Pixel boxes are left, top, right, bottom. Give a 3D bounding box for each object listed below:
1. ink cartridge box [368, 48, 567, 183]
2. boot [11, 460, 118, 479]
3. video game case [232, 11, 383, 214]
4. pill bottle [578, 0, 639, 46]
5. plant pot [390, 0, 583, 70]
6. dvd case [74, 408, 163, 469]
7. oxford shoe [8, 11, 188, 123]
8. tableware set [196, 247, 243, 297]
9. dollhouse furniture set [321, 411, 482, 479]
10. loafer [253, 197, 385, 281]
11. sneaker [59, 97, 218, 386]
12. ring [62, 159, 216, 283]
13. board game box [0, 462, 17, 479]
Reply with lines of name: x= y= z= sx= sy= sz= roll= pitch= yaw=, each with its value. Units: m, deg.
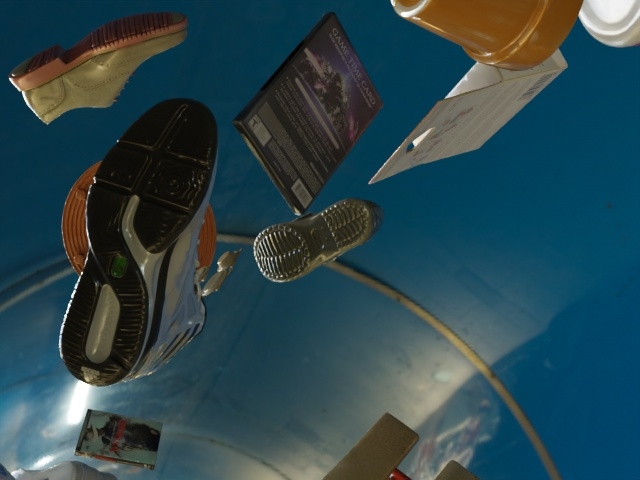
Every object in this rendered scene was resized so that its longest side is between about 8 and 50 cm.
ink cartridge box: x=0.228 y=-0.215 z=1.307 sx=0.261 sy=0.066 sz=0.296 roll=-18 pitch=-14 yaw=-24
boot: x=-0.526 y=0.505 z=1.545 sx=0.258 sy=0.095 sz=0.123 roll=-19 pitch=-37 yaw=31
video game case: x=-0.009 y=-0.205 z=1.244 sx=0.026 sy=0.274 sz=0.196 roll=5 pitch=-40 yaw=43
pill bottle: x=0.588 y=-0.418 z=1.166 sx=0.363 sy=0.210 sz=0.210 roll=-12 pitch=-34 yaw=-15
plant pot: x=0.198 y=-0.333 z=0.988 sx=0.188 sy=0.205 sz=0.205 roll=3 pitch=-29 yaw=-26
dvd case: x=-0.305 y=0.302 z=1.179 sx=0.120 sy=0.087 sz=0.013 roll=13 pitch=-58 yaw=-10
oxford shoe: x=-0.458 y=-0.379 z=1.679 sx=0.397 sy=0.140 sz=0.146 roll=-19 pitch=-55 yaw=4
tableware set: x=-0.220 y=0.080 z=1.501 sx=0.169 sy=0.141 sz=0.020 roll=-32 pitch=-67 yaw=32
dollhouse furniture set: x=0.154 y=0.286 z=0.692 sx=0.259 sy=0.135 sz=0.262 roll=30 pitch=-23 yaw=41
loafer: x=0.000 y=0.000 z=1.194 sx=0.251 sy=0.087 sz=0.094 roll=-18 pitch=-93 yaw=39
sneaker: x=-0.257 y=0.008 z=1.239 sx=0.169 sy=0.447 sz=0.257 roll=17 pitch=-6 yaw=11
ring: x=-0.384 y=-0.015 z=1.623 sx=0.337 sy=0.032 sz=0.336 roll=1 pitch=-80 yaw=6
board game box: x=-0.698 y=0.437 z=1.271 sx=0.318 sy=0.318 sz=0.066 roll=28 pitch=-15 yaw=33
